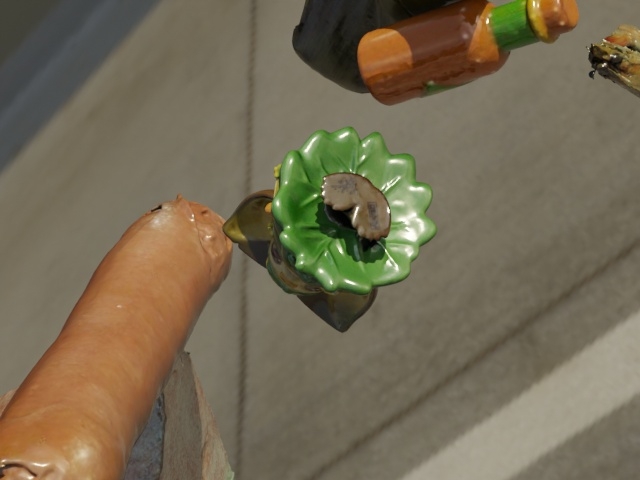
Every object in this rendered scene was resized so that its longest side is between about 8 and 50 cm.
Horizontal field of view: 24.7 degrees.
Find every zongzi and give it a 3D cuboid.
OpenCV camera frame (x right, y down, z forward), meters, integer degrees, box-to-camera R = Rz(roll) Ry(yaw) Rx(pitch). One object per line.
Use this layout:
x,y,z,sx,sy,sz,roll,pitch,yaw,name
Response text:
0.071,-0.214,1.250,0.286,0.138,0.300,-53,15,28,zongzi

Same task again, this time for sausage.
-0.139,0.074,1.015,0.419,0.094,0.094,-69,-22,-63,sausage

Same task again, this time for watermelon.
-0.199,0.203,1.367,0.292,0.283,0.250,-61,3,-1,watermelon

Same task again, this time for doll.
0.007,-0.008,0.664,0.077,0.078,0.113,-50,2,-11,doll

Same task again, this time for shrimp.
0.322,-0.183,1.509,0.042,0.190,0.101,-37,67,32,shrimp

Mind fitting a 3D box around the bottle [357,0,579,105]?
0.122,-0.164,1.198,0.187,0.069,0.069,-15,47,36,bottle
